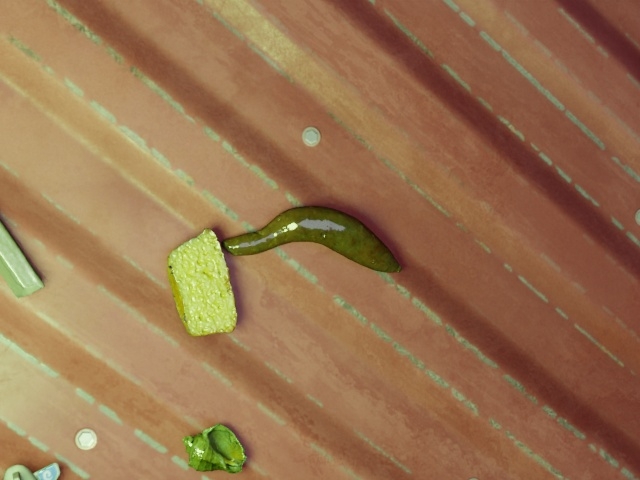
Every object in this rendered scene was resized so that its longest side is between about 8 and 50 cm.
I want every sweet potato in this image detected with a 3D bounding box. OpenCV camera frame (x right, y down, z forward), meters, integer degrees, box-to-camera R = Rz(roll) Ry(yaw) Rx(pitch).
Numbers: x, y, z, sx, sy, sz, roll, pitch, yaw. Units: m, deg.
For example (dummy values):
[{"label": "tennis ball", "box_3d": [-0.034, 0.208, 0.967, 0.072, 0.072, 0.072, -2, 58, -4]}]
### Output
[{"label": "sweet potato", "box_3d": [-0.002, -0.007, 1.682, 0.346, 0.079, 0.108, 7, 98, -16]}]

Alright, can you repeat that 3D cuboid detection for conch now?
[{"label": "conch", "box_3d": [-0.182, 0.360, 1.607, 0.121, 0.074, 0.089, 25, 91, -13]}]

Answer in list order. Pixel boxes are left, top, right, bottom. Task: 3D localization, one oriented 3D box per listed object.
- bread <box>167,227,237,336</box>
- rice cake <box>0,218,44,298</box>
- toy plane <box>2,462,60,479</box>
[{"label": "bread", "box_3d": [-0.206, 0.077, 1.616, 0.103, 0.065, 0.187, -18, 96, -17]}, {"label": "rice cake", "box_3d": [-0.536, -0.020, 1.507, 0.052, 0.057, 0.256, -41, 103, -42]}, {"label": "toy plane", "box_3d": [-0.451, 0.485, 1.489, 0.266, 0.122, 0.267, 0, 91, -19]}]
